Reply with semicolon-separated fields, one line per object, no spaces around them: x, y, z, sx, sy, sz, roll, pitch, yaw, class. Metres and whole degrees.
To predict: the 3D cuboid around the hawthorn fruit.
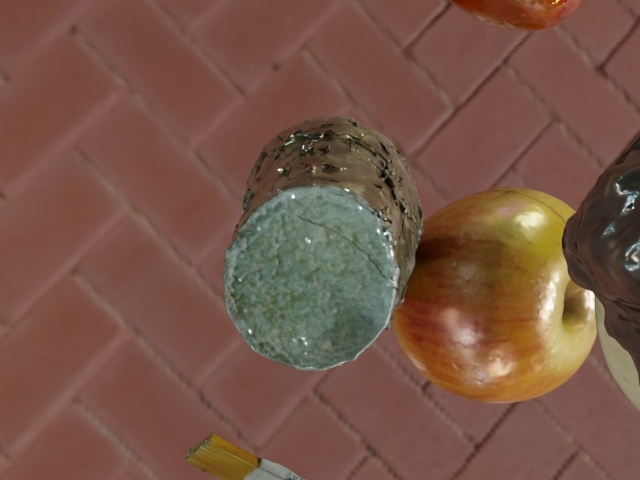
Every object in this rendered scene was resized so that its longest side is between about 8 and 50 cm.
0.177;-0.301;1.477;0.200;0.179;0.179;7;77;-27;hawthorn fruit

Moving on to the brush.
0.027;0.275;1.474;0.336;0.085;0.020;29;59;-10;brush

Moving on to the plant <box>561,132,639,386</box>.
0.215;-0.013;0.551;0.234;0.178;0.204;-46;134;-5;plant

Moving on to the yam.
0.000;0.000;1.710;0.241;0.348;0.241;1;106;3;yam

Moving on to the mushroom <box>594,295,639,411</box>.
0.295;0.022;0.956;0.246;0.246;0.202;31;28;-14;mushroom

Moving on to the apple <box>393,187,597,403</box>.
0.222;0.068;1.898;0.286;0.233;0.286;-10;103;-53;apple
